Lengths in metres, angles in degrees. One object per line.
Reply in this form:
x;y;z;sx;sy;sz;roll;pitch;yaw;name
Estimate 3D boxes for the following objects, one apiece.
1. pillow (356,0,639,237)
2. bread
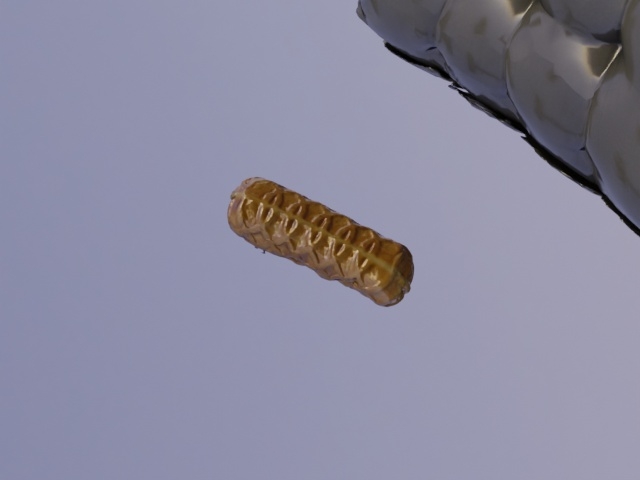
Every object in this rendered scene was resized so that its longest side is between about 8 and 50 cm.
0.145;-0.174;0.800;0.101;0.326;0.228;-8;-141;-44;pillow
0.000;0.000;1.487;0.157;0.044;0.052;27;-125;15;bread
